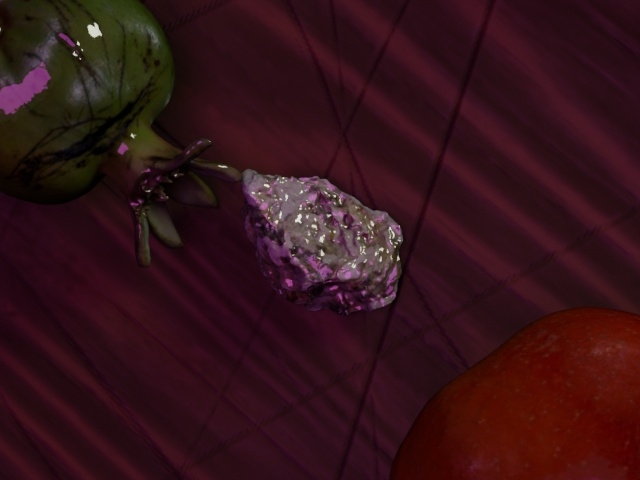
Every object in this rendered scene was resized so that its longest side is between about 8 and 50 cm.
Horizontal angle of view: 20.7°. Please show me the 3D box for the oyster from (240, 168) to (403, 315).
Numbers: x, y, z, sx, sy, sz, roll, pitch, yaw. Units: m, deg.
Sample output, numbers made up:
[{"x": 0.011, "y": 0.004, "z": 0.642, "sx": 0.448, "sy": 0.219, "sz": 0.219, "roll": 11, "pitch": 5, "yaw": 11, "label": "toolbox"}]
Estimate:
[{"x": 0.000, "y": -0.001, "z": 1.095, "sx": 0.100, "sy": 0.037, "sz": 0.098, "roll": -6, "pitch": 88, "yaw": 15, "label": "oyster"}]

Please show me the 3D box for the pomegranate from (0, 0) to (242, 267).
[{"x": -0.147, "y": -0.074, "z": 1.091, "sx": 0.152, "sy": 0.131, "sz": 0.191, "roll": -43, "pitch": 86, "yaw": 8, "label": "pomegranate"}]

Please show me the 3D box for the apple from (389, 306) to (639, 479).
[{"x": 0.154, "y": 0.146, "z": 0.963, "sx": 0.218, "sy": 0.218, "sz": 0.201, "roll": -46, "pitch": 72, "yaw": 11, "label": "apple"}]
